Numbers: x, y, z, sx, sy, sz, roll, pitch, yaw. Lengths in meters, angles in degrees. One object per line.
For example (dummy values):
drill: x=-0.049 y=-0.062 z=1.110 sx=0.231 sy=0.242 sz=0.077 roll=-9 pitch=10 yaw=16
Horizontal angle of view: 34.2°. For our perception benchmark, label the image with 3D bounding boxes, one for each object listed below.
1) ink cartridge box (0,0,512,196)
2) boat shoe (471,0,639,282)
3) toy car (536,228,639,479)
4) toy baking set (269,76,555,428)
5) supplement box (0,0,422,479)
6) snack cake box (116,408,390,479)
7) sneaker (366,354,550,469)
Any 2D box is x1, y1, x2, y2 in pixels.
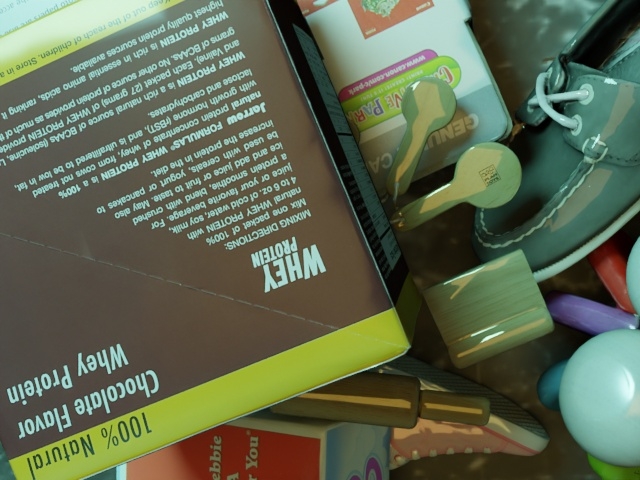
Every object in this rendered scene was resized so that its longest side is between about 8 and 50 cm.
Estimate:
ink cartridge box: x=-0.072 y=-0.126 z=0.652 sx=0.309 sy=0.130 sz=0.272 roll=-23 pitch=92 yaw=10
boat shoe: x=0.194 y=-0.122 z=0.607 sx=0.335 sy=0.112 sz=0.095 roll=-46 pitch=121 yaw=1
toy car: x=0.197 y=0.052 z=0.619 sx=0.136 sy=0.159 sz=0.182 roll=33 pitch=98 yaw=42
toy baking set: x=0.001 y=0.007 z=0.582 sx=0.256 sy=0.030 sz=0.197 roll=1 pitch=96 yaw=7
supplement box: x=-0.075 y=-0.012 z=0.508 sx=0.191 sy=0.129 sz=0.194 roll=-23 pitch=92 yaw=9
snack cake box: x=-0.045 y=0.230 z=0.656 sx=0.152 sy=0.089 sz=0.264 roll=3 pitch=93 yaw=30
sneaker: x=0.076 y=0.124 z=0.677 sx=0.134 sy=0.051 sz=0.070 roll=23 pitch=101 yaw=8
